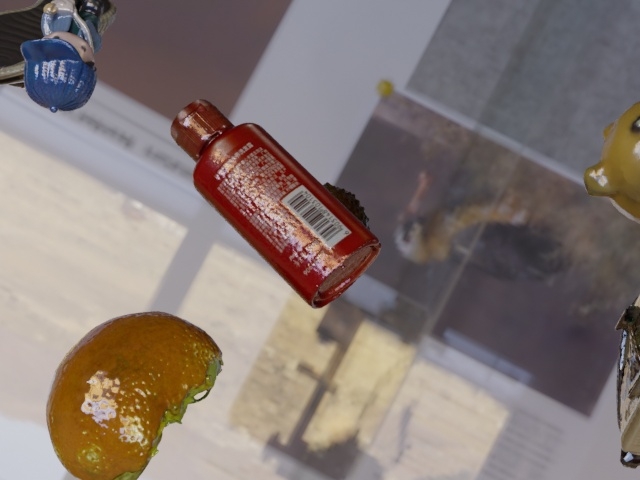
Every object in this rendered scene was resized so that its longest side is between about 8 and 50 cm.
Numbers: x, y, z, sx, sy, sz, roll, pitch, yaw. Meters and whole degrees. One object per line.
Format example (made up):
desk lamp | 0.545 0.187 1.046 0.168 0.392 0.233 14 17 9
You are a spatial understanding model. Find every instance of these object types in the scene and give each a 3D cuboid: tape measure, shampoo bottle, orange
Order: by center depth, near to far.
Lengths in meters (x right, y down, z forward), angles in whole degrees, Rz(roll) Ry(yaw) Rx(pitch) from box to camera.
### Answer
orange | -0.235 0.176 1.695 0.158 0.237 0.179 53 150 -15
shampoo bottle | -0.067 -0.055 1.749 0.314 0.118 0.076 44 -179 25
tape measure | 0.505 0.182 2.099 0.133 0.231 0.271 6 141 0

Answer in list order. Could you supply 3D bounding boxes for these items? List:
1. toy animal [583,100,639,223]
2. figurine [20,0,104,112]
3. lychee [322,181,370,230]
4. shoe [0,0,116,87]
toy animal | 0.420 -0.101 1.544 0.281 0.195 0.169 -13 164 -17
figurine | -0.247 -0.179 1.351 0.077 0.079 0.136 19 -148 -13
lychee | 0.000 0.000 2.051 0.171 0.171 0.171 27 172 4
shoe | -0.339 -0.225 1.698 0.099 0.227 0.112 36 138 14
